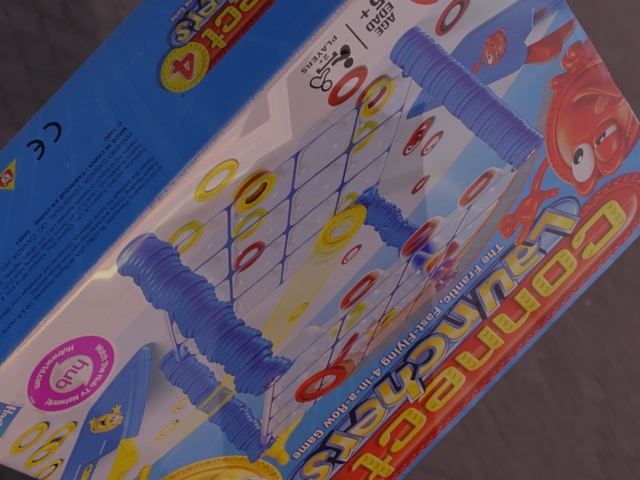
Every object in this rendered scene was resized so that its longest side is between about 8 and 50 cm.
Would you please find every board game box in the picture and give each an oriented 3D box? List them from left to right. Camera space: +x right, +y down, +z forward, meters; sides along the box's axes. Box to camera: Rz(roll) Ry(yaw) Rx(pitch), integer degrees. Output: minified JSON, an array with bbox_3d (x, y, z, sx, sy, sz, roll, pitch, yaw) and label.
[{"bbox_3d":[0.000,0.000,0.696,0.086,0.308,0.302,46,4,36],"label":"board game box"}]
